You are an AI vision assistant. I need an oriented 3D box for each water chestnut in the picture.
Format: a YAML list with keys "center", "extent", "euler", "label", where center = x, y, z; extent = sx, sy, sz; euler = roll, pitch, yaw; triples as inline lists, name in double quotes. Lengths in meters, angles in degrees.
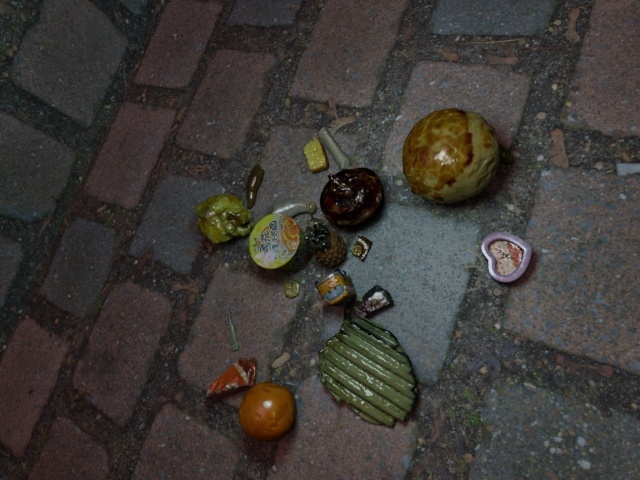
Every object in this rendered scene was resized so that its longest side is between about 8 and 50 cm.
- center: [0.125, -0.196, 1.803]
  extent: [0.300, 0.300, 0.299]
  euler: [-7, 71, 22]
  label: "water chestnut"

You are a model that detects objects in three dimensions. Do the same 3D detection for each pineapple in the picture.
- center: [0.000, 0.000, 1.760]
  extent: [0.169, 0.340, 0.169]
  euler: [-7, 69, 19]
  label: "pineapple"

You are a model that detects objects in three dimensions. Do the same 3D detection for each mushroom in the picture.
- center: [-0.152, -0.147, 2.010]
  extent: [0.270, 0.103, 0.118]
  euler: [-21, 66, 11]
  label: "mushroom"

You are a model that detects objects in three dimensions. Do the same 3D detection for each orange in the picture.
- center: [-0.214, 0.694, 1.694]
  extent: [0.240, 0.240, 0.239]
  euler: [-7, 71, 22]
  label: "orange"

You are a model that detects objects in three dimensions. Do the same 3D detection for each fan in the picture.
- center: [-0.422, 0.431, 1.996]
  extent: [0.038, 0.016, 0.193]
  euler: [-21, 68, 14]
  label: "fan"

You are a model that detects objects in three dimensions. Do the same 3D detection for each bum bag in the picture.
- center: [0.189, 0.278, 1.744]
  extent: [0.233, 0.060, 0.106]
  euler: [-34, 65, 11]
  label: "bum bag"

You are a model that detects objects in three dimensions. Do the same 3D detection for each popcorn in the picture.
- center: [-0.473, -0.099, 2.065]
  extent: [0.277, 0.225, 0.276]
  euler: [-7, 74, 26]
  label: "popcorn"

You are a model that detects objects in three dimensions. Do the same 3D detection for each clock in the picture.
- center: [0.711, 0.061, 1.575]
  extent: [0.172, 0.064, 0.198]
  euler: [-19, 67, 18]
  label: "clock"

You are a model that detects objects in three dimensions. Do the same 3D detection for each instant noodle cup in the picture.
- center: [-0.167, 0.028, 1.902]
  extent: [0.264, 0.200, 0.264]
  euler: [-8, 70, 22]
  label: "instant noodle cup"

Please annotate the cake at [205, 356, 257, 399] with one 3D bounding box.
- center: [-0.395, 0.648, 1.868]
  extent: [0.287, 0.098, 0.135]
  euler: [-40, 62, 7]
  label: "cake"

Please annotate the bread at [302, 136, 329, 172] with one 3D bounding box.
- center: [-0.021, -0.416, 2.055]
  extent: [0.103, 0.065, 0.187]
  euler: [-28, 66, 16]
  label: "bread"

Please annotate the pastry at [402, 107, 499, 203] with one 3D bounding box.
- center: [0.494, -0.334, 1.638]
  extent: [0.389, 0.313, 0.388]
  euler: [-8, 76, 38]
  label: "pastry"

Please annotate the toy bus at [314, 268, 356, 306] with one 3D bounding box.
- center: [0.072, 0.206, 1.742]
  extent: [0.126, 0.209, 0.136]
  euler: [-33, 74, 10]
  label: "toy bus"

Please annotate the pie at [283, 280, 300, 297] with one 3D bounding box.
- center: [-0.134, 0.226, 1.928]
  extent: [0.084, 0.021, 0.084]
  euler: [-5, 75, 19]
  label: "pie"

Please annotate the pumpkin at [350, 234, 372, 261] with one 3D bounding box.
- center: [0.182, 0.035, 1.841]
  extent: [0.073, 0.035, 0.101]
  euler: [28, 83, 17]
  label: "pumpkin"

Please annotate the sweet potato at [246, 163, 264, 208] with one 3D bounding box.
- center: [-0.347, -0.284, 2.152]
  extent: [0.077, 0.077, 0.243]
  euler: [10, 77, 26]
  label: "sweet potato"

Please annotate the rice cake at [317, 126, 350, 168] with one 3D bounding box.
- center: [0.065, -0.451, 2.032]
  extent: [0.057, 0.052, 0.256]
  euler: [-37, 63, 13]
  label: "rice cake"

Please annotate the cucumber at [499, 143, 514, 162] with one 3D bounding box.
- center: [0.704, -0.390, 1.722]
  extent: [0.069, 0.069, 0.227]
  euler: [-47, 65, 4]
  label: "cucumber"

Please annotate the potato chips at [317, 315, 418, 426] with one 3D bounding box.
- center: [0.192, 0.514, 1.642]
  extent: [0.429, 0.070, 0.358]
  euler: [28, 94, 25]
  label: "potato chips"
